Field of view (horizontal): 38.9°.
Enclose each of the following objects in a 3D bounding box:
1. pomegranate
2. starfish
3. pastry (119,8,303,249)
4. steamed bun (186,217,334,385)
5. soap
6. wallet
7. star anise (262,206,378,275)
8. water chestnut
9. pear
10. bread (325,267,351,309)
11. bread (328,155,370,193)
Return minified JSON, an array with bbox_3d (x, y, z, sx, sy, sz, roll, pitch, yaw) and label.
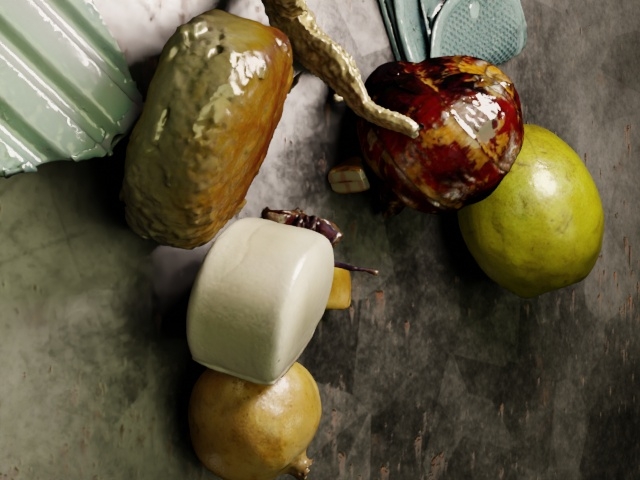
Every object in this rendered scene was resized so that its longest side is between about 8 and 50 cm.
[{"bbox_3d":[-0.080,0.243,1.217,0.196,0.196,0.196,2,87,-41],"label":"pomegranate"},{"bbox_3d":[-0.004,-0.268,1.208,0.082,0.432,0.324,-37,110,3],"label":"starfish"},{"bbox_3d":[-0.136,-0.130,1.117,0.136,0.330,0.330,22,69,3],"label":"pastry"},{"bbox_3d":[-0.072,0.061,1.189,0.242,0.146,0.164,-49,150,-62],"label":"steamed bun"},{"bbox_3d":[-0.404,-0.243,0.969,0.446,0.156,0.261,45,61,-30],"label":"soap"},{"bbox_3d":[0.251,-0.406,1.604,0.342,0.075,0.237,-30,110,-38],"label":"wallet"},{"bbox_3d":[0.000,0.000,1.321,0.097,0.190,0.070,17,94,-80],"label":"star anise"},{"bbox_3d":[0.186,-0.157,1.414,0.289,0.289,0.244,-40,134,-35],"label":"water chestnut"},{"bbox_3d":[0.362,-0.055,1.575,0.252,0.253,0.307,-6,85,-41],"label":"pear"},{"bbox_3d":[-0.008,0.068,1.368,0.132,0.053,0.074,10,82,-42],"label":"bread"},{"bbox_3d":[0.043,-0.100,1.424,0.109,0.062,0.043,-84,156,-73],"label":"bread"}]
